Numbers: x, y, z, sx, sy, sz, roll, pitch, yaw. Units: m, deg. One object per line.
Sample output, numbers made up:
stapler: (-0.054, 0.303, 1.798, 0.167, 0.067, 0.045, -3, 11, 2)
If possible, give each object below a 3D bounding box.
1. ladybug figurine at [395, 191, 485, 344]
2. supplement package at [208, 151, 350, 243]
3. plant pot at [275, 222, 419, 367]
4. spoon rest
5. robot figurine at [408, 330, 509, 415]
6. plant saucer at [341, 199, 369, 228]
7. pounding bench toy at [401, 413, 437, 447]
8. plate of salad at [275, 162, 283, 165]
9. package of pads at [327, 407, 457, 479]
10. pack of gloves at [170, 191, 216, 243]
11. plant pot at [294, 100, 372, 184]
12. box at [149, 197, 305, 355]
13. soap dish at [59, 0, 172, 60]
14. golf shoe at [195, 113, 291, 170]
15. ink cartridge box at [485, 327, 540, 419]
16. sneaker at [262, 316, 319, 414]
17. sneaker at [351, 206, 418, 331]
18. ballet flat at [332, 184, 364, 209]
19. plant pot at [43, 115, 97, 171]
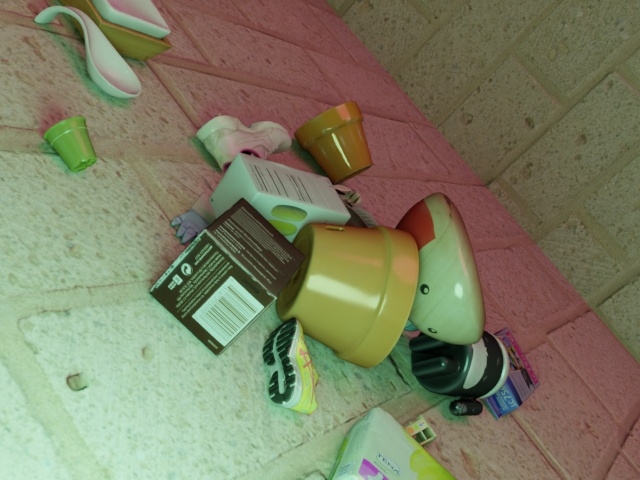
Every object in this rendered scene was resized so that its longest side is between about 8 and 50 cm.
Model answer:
ladybug figurine: (0.247, 0.061, 1.712, 0.449, 0.161, 0.305, -82, 159, -70)
supplement package: (-0.086, -0.068, 1.652, 0.244, 0.139, 0.134, 12, 36, -38)
plant pot: (0.040, 0.090, 1.580, 0.203, 0.291, 0.291, 18, 31, -17)
spoon rest: (-0.498, -0.417, 1.731, 0.276, 0.084, 0.137, 44, 23, 0)
robot figurine: (0.320, 0.280, 1.840, 0.278, 0.209, 0.173, 18, 9, -46)
plant saucer: (0.000, 0.000, 1.840, 0.310, 0.050, 0.311, 21, 42, -20)
pounding bench toy: (0.178, 0.396, 1.561, 0.065, 0.083, 0.052, -19, 60, -30)
plate of salad: (-0.079, -0.106, 1.964, 0.199, 0.048, 0.200, 32, 37, -28)
package of pads: (0.152, 0.452, 1.353, 0.296, 0.101, 0.229, 45, 23, -3)
pack of gloves: (-0.194, -0.011, 1.617, 0.195, 0.046, 0.232, 44, 23, -6)
plant pot: (0.055, -0.274, 2.306, 0.188, 0.205, 0.205, 63, 25, 2)
box: (-0.160, 0.059, 1.397, 0.167, 0.168, 0.203, 43, 23, -4)
soap dish: (-0.518, -0.573, 1.912, 0.229, 0.118, 0.291, 4, 47, -57)
golf shoe: (-0.172, -0.223, 1.948, 0.306, 0.115, 0.140, -4, 62, -51)
ink cartridge box: (0.486, 0.348, 2.107, 0.311, 0.065, 0.186, -11, 69, -60)
sneaker: (-0.046, 0.231, 1.435, 0.094, 0.081, 0.209, 40, 29, -31)
sneaker: (0.151, 0.082, 1.967, 0.150, 0.135, 0.366, 40, 21, -56)
ballet flat: (0.073, -0.112, 2.199, 0.203, 0.074, 0.074, 25, 31, -40)
plant pot: (-0.445, -0.169, 1.430, 0.079, 0.083, 0.083, 60, 25, 5)
